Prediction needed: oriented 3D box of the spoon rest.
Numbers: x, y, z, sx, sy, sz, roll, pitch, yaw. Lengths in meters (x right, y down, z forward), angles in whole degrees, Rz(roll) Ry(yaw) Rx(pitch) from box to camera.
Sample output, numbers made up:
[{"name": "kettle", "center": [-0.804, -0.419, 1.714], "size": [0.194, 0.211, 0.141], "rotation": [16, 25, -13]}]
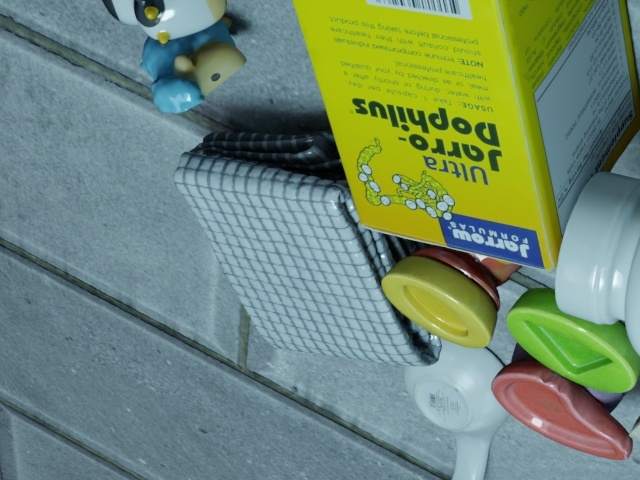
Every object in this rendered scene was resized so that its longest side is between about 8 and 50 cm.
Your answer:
[{"name": "spoon rest", "center": [0.157, 0.213, 1.972], "size": [0.137, 0.084, 0.276], "rotation": [17, 129, 25]}]

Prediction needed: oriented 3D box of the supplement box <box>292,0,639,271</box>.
[{"name": "supplement box", "center": [0.120, -0.179, 1.393], "size": [0.195, 0.194, 0.356], "rotation": [14, 141, 30]}]

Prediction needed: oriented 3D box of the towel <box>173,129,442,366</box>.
[{"name": "towel", "center": [0.000, 0.000, 1.799], "size": [0.235, 0.121, 0.284], "rotation": [7, 139, 39]}]

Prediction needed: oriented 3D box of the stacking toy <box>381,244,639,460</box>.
[{"name": "stacking toy", "center": [0.247, 0.082, 1.661], "size": [0.279, 0.130, 0.309], "rotation": [7, 148, 52]}]

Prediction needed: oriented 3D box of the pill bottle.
[{"name": "pill bottle", "center": [0.350, 0.040, 1.376], "size": [0.301, 0.169, 0.169], "rotation": [17, 142, 24]}]

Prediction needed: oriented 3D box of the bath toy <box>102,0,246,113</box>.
[{"name": "bath toy", "center": [-0.189, -0.289, 1.597], "size": [0.151, 0.129, 0.348], "rotation": [4, 135, 39]}]
